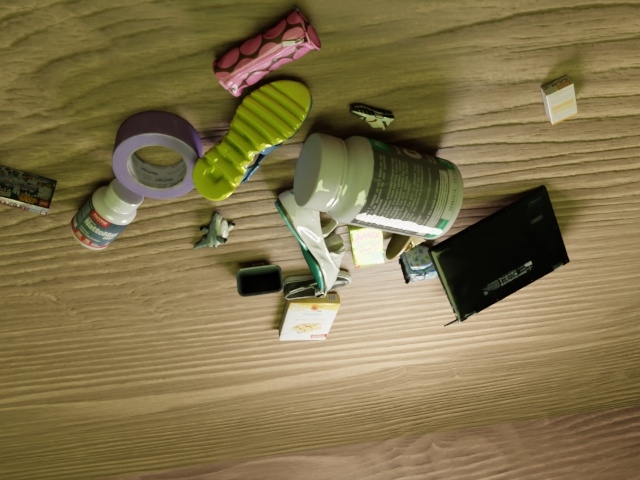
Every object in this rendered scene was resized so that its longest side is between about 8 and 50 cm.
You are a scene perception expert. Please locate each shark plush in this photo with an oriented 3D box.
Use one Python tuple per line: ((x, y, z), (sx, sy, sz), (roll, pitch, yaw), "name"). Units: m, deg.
((-0.294, -0.022, 1.388), (0.067, 0.073, 0.161), (39, 144, -20), "shark plush")

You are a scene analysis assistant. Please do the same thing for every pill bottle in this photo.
((0.133, -0.128, 1.208), (0.361, 0.204, 0.204), (10, 136, -23), "pill bottle")
((-0.507, -0.067, 1.224), (0.108, 0.108, 0.180), (28, 127, -36), "pill bottle")

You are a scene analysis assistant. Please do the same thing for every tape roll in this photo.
((-0.358, -0.186, 1.136), (0.189, 0.080, 0.189), (-6, 139, -5), "tape roll")

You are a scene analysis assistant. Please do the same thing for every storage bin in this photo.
((-0.179, 0.120, 1.536), (0.135, 0.098, 0.091), (-7, 168, -4), "storage bin")

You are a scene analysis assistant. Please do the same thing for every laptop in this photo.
((0.526, 0.074, 1.595), (0.382, 0.236, 0.408), (-29, 111, -3), "laptop")

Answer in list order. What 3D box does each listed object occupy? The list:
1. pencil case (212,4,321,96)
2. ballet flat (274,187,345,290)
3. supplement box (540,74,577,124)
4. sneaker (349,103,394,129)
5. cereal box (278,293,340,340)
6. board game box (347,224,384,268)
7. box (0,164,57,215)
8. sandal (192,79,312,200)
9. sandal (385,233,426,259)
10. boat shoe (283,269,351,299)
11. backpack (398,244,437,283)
((-0.106, -0.352, 0.976), (0.209, 0.098, 0.095), (-26, 132, 19), "pencil case")
((0.000, 0.000, 1.407), (0.139, 0.139, 0.400), (-16, 139, 8), "ballet flat")
((0.555, -0.325, 1.191), (0.062, 0.036, 0.098), (-23, 138, 16), "supplement box")
((0.112, -0.276, 1.157), (0.109, 0.040, 0.044), (10, 138, -22), "sneaker")
((-0.042, 0.265, 1.756), (0.173, 0.047, 0.240), (2, 139, -13), "cereal box")
((0.134, 0.005, 1.490), (0.092, 0.043, 0.181), (-11, 140, 2), "board game box")
((-0.673, -0.114, 1.144), (0.137, 0.094, 0.027), (16, 134, -29), "box")
((-0.145, -0.223, 1.117), (0.317, 0.138, 0.126), (-40, 95, 12), "sandal")
((0.272, -0.022, 1.453), (0.079, 0.088, 0.240), (13, 130, -17), "sandal")
((-0.008, 0.147, 1.607), (0.219, 0.070, 0.078), (-8, 140, -2), "boat shoe")
((0.304, 0.068, 1.551), (0.114, 0.105, 0.084), (-5, 139, -6), "backpack")
